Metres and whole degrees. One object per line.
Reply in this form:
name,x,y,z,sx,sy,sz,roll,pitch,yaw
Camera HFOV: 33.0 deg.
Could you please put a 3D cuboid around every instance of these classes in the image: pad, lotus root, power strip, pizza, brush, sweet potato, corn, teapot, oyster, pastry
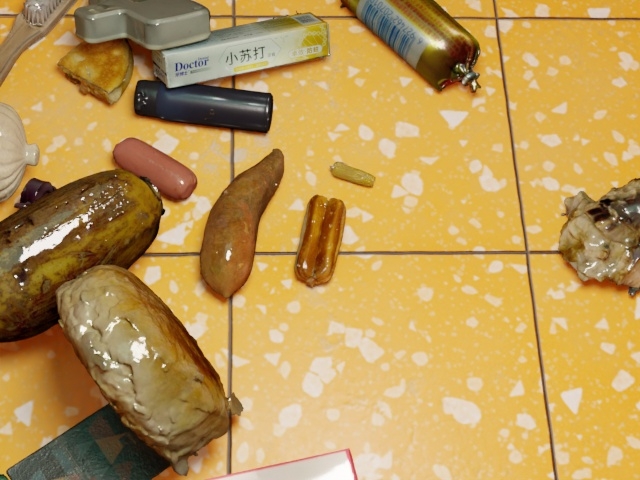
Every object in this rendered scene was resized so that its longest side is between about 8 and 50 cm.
pad,-0.345,0.340,1.621,0.211,0.003,0.143,-33,69,-19
lotus root,-0.418,0.028,1.676,0.397,0.196,0.179,-36,100,-24
power strip,-0.333,-0.391,1.889,0.193,0.059,0.265,-20,35,-30
pizza,-0.400,-0.316,1.937,0.134,0.046,0.175,0,58,3
brush,-0.542,-0.383,1.959,0.070,0.065,0.327,27,66,8
sweet potato,-0.132,-0.041,1.783,0.097,0.097,0.292,15,62,5
corn,0.055,-0.115,1.866,0.083,0.027,0.028,19,76,4
teapot,-0.475,-0.073,1.797,0.045,0.068,0.100,19,28,9
oyster,0.565,-0.009,1.780,0.337,0.133,0.198,3,70,4
pastry,-0.251,0.168,1.549,0.136,0.329,0.330,-37,69,-4

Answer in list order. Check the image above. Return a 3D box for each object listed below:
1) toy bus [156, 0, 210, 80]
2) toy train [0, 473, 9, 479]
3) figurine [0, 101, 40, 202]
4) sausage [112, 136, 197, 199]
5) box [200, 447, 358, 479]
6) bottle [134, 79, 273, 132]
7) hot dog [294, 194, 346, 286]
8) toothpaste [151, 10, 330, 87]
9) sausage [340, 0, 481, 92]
toy bus,-0.251,-0.362,1.970,0.065,0.047,0.166,18,64,1
toy train,-0.589,0.321,1.541,0.238,0.167,0.299,-19,63,-1
figurine,-0.636,-0.134,1.786,0.332,0.204,0.185,-15,62,21
sausage,-0.282,-0.123,1.834,0.154,0.062,0.062,30,65,12
box,-0.075,0.480,1.389,0.312,0.314,0.300,-11,61,-9
bottle,-0.206,-0.238,1.893,0.244,0.072,0.082,7,21,0
hot dog,0.000,0.000,1.793,0.071,0.045,0.165,11,63,1
toothpaste,-0.139,-0.340,1.908,0.313,0.071,0.089,-15,33,-21
sausage,0.182,-0.384,1.965,0.125,0.117,0.317,-43,73,-6
